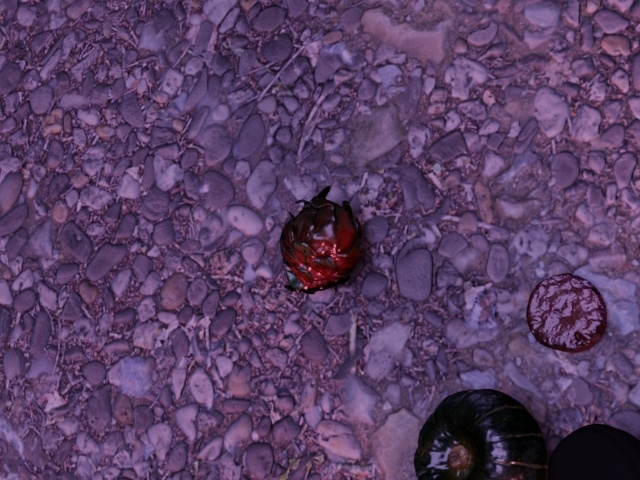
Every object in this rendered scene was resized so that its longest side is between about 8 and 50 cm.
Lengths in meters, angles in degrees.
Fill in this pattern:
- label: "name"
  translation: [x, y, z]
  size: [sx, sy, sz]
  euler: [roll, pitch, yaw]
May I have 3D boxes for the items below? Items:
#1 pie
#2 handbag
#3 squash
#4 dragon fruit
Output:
- label: "pie"
  translation: [0.451, 0.135, 1.941]
  size: [0.154, 0.036, 0.154]
  euler: [-6, 76, 26]
- label: "handbag"
  translation: [0.485, 0.460, 1.761]
  size: [0.253, 0.093, 0.308]
  euler: [-60, 38, 42]
- label: "squash"
  translation: [0.284, 0.391, 1.872]
  size: [0.252, 0.165, 0.252]
  euler: [-30, 51, 46]
- label: "dragon fruit"
  translation: [0.000, 0.009, 2.134]
  size: [0.182, 0.182, 0.188]
  euler: [29, 133, 30]
